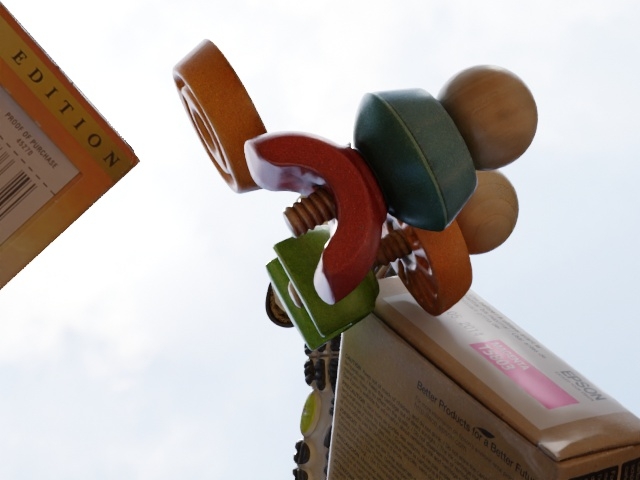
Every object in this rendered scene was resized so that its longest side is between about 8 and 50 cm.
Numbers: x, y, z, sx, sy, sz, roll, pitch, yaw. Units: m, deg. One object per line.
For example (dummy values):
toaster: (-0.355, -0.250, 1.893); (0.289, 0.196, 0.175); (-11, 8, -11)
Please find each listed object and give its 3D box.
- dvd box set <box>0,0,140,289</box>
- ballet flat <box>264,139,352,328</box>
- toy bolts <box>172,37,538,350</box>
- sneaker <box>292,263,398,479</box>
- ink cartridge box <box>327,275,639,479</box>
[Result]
dvd box set: (-0.343, -0.012, 0.904); (0.307, 0.420, 0.062); (48, 172, -15)
ballet flat: (0.000, 0.000, 1.586); (0.074, 0.203, 0.074); (15, -142, -12)
toy bolts: (0.031, -0.057, 1.100); (0.158, 0.228, 0.218); (-28, -93, -9)
sneaker: (0.048, 0.153, 1.890); (0.118, 0.279, 0.107); (13, 180, -44)
ink cartridge box: (0.100, 0.156, 1.184); (0.088, 0.193, 0.235); (-9, -150, -30)
